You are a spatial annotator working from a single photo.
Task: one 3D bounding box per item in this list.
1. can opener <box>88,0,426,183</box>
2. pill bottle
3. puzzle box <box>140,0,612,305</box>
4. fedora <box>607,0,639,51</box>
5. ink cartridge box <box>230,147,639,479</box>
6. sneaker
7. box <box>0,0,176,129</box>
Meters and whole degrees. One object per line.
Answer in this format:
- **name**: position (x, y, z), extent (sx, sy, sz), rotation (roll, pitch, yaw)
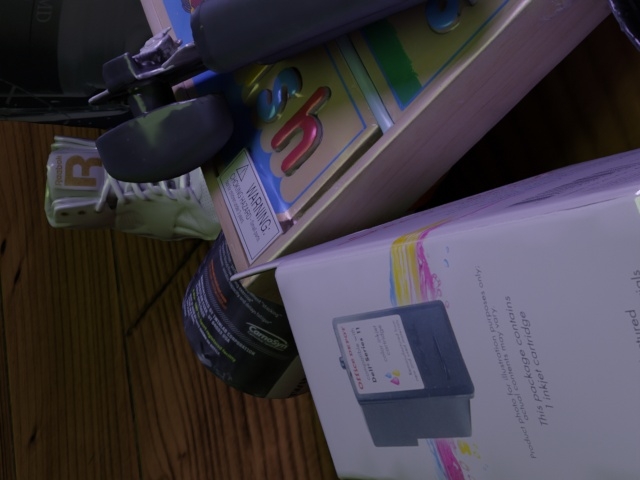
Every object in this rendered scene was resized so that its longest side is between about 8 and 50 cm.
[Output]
- **can opener**: position (-0.033, -0.112, 0.814), extent (0.280, 0.074, 0.093), rotation (-21, 92, 42)
- **pill bottle**: position (0.000, 0.000, 0.971), extent (0.246, 0.130, 0.130), rotation (-55, 41, 45)
- **puzzle box**: position (0.000, -0.188, 0.894), extent (0.272, 0.052, 0.409), rotation (-45, 44, 22)
- **fedora**: position (0.157, -0.220, 0.523), extent (0.334, 0.152, 0.334), rotation (-13, 75, 62)
- **ink cartridge box**: position (0.122, 0.028, 0.631), extent (0.353, 0.207, 0.119), rotation (-12, 95, 63)
- **sneaker**: position (-0.162, -0.052, 1.256), extent (0.292, 0.169, 0.108), rotation (-20, 68, 60)
- **box**: position (-0.274, -0.368, 1.169), extent (0.480, 0.472, 0.297), rotation (-62, 37, 39)
